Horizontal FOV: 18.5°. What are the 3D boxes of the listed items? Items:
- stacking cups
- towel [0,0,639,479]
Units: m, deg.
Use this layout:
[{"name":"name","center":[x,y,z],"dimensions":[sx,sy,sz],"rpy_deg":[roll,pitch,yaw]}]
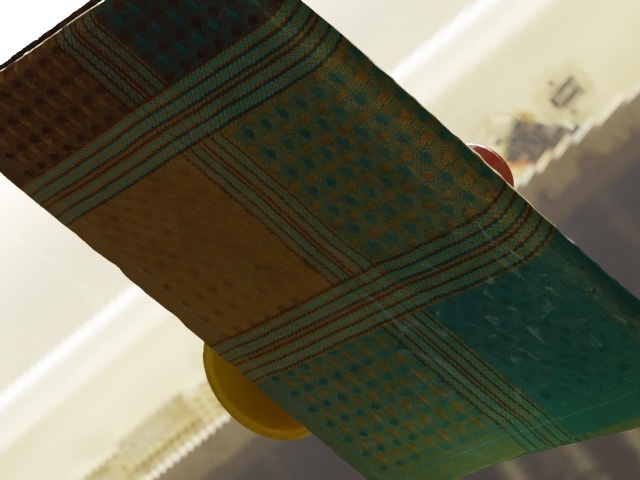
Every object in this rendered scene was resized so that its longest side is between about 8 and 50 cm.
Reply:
[{"name":"stacking cups","center":[0.035,0.017,1.351],"dimensions":[0.096,0.316,0.096],"rpy_deg":[14,-58,23]},{"name":"towel","center":[0.000,0.000,1.066],"dimensions":[0.271,0.370,0.040],"rpy_deg":[-25,-149,47]}]
